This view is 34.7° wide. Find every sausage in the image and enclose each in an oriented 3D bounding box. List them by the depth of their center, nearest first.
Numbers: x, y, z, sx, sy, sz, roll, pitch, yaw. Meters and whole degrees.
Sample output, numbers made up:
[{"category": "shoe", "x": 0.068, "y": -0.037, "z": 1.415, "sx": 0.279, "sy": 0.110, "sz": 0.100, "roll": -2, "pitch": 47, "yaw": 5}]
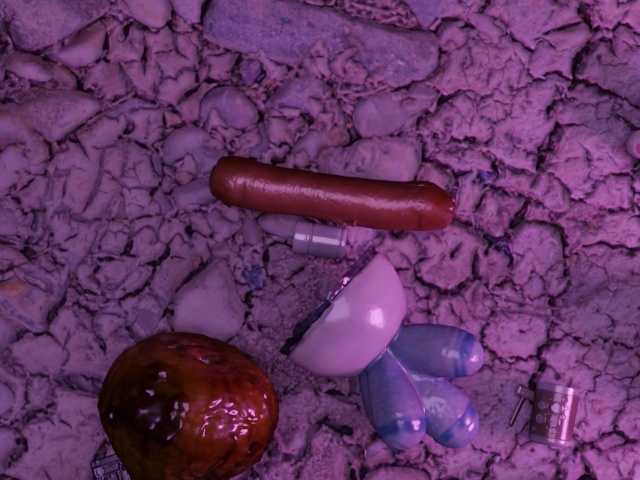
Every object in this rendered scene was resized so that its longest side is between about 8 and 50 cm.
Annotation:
[{"category": "sausage", "x": 0.019, "y": -0.075, "z": 1.736, "sx": 0.418, "sy": 0.094, "sz": 0.094, "roll": 7, "pitch": 98, "yaw": 3}]

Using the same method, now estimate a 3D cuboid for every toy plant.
[{"category": "toy plant", "x": 0.125, "y": 0.200, "z": 1.638, "sx": 0.332, "sy": 0.247, "sz": 0.247, "roll": 42, "pitch": 86, "yaw": 2}]

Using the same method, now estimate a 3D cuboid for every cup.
[{"category": "cup", "x": 0.369, "y": 0.285, "z": 1.684, "sx": 0.102, "sy": 0.074, "sz": 0.099, "roll": 10, "pitch": 84, "yaw": 4}]

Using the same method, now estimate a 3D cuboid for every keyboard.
[{"category": "keyboard", "x": -0.332, "y": 0.463, "z": 1.723, "sx": 0.061, "sy": 0.013, "sz": 0.204, "roll": -18, "pitch": 83, "yaw": 1}]

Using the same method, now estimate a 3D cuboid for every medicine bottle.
[{"category": "medicine bottle", "x": 0.000, "y": 0.000, "z": 1.743, "sx": 0.089, "sy": 0.057, "sz": 0.057, "roll": 8, "pitch": 84, "yaw": 3}]

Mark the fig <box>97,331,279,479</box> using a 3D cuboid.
[{"category": "fig", "x": -0.221, "y": 0.336, "z": 1.643, "sx": 0.286, "sy": 0.286, "sz": 0.369, "roll": 13, "pitch": 113, "yaw": 4}]

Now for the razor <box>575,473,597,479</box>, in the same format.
[{"category": "razor", "x": 0.498, "y": 0.534, "z": 1.633, "sx": 0.327, "sy": 0.107, "sz": 0.189, "roll": 35, "pitch": 87, "yaw": 6}]

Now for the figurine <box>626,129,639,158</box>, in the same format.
[{"category": "figurine", "x": 0.588, "y": -0.174, "z": 1.728, "sx": 0.129, "sy": 0.109, "sz": 0.178, "roll": 17, "pitch": 87, "yaw": -18}]
